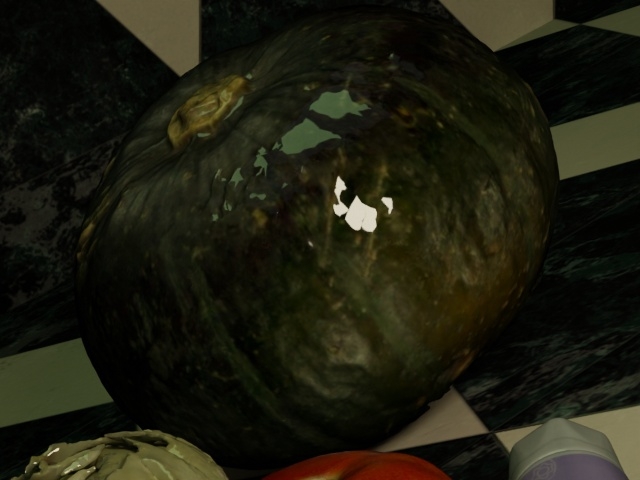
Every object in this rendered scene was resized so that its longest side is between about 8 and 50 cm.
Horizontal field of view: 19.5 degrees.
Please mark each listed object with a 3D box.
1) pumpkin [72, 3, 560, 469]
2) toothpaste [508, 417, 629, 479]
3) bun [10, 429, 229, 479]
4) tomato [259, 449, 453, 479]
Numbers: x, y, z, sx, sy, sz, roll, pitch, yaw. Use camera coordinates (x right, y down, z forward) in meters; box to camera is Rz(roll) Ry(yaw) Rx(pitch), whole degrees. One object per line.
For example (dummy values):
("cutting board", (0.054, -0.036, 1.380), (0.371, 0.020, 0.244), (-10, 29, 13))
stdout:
("pumpkin", (0.000, 0.000, 1.632), (0.454, 0.344, 0.454), (-33, 20, 14))
("toothpaste", (0.157, 0.211, 1.068), (0.125, 0.080, 0.371), (-21, 17, 7))
("bun", (-0.177, 0.232, 1.411), (0.259, 0.152, 0.259), (-20, 13, 5))
("tomato", (0.014, 0.213, 1.164), (0.195, 0.136, 0.195), (-22, 9, 4))
